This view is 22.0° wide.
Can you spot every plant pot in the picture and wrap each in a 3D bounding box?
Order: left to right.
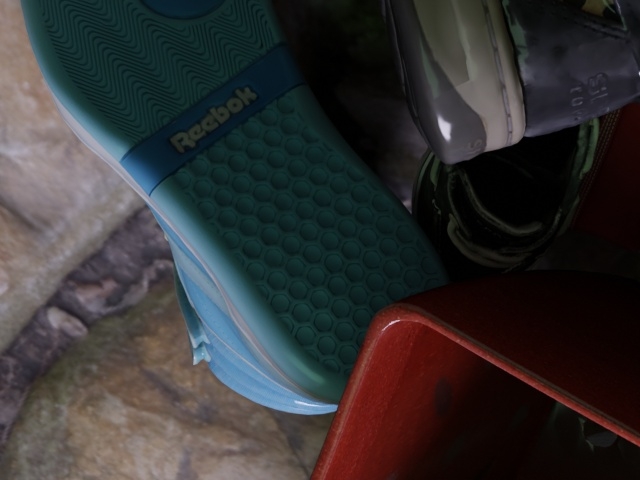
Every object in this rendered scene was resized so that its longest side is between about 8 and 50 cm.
[{"bbox_3d":[0.148,0.163,0.793,0.267,0.236,0.267,29,117,18],"label":"plant pot"}]

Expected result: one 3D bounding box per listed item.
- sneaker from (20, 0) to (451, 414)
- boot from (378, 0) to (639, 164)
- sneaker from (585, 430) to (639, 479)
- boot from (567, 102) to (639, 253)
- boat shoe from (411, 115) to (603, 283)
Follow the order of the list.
[{"bbox_3d":[-0.063,-0.034,0.894,0.319,0.127,0.208,58,165,10],"label":"sneaker"},{"bbox_3d":[0.140,-0.235,0.625,0.284,0.138,0.377,-9,91,1],"label":"boot"},{"bbox_3d":[0.252,0.094,0.917,0.296,0.112,0.131,-12,106,28],"label":"sneaker"},{"bbox_3d":[0.178,-0.079,0.796,0.176,0.088,0.244,23,141,1],"label":"boot"},{"bbox_3d":[0.084,-0.028,0.780,0.078,0.070,0.219,20,145,3],"label":"boat shoe"}]
